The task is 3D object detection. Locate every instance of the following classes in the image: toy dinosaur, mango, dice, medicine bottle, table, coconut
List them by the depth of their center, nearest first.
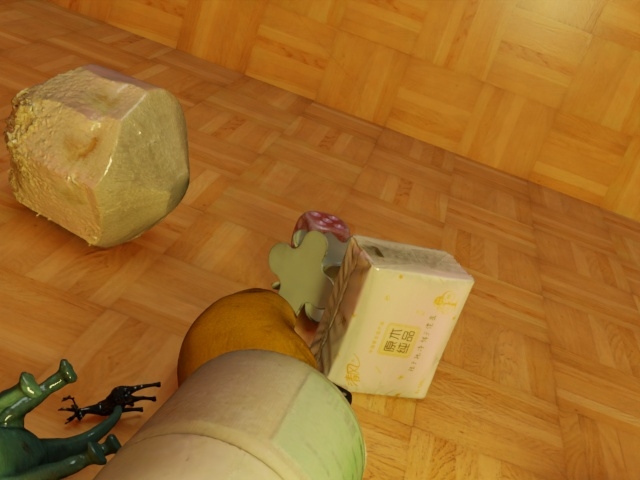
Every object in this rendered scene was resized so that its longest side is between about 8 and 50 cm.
[{"bbox_3d":[-0.110,0.284,0.840,0.236,0.235,0.406,23,22,8],"label":"medicine bottle"},{"bbox_3d":[-0.378,0.258,0.912,0.129,0.331,0.383,56,-7,9],"label":"toy dinosaur"},{"bbox_3d":[-0.100,0.174,1.227,0.187,0.144,0.359,-3,25,-12],"label":"mango"},{"bbox_3d":[-0.368,-0.144,1.575,0.310,0.297,0.297,23,21,22],"label":"coconut"},{"bbox_3d":[0.029,0.065,1.612,0.166,0.166,0.198,36,19,36],"label":"table"},{"bbox_3d":[0.000,0.000,1.806,0.094,0.093,0.091,10,24,-21],"label":"dice"}]

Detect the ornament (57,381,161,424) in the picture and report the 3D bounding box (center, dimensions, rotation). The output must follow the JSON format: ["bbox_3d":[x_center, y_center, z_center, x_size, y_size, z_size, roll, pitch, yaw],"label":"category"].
[{"bbox_3d":[-0.266,0.202,1.134,0.125,0.073,0.028,5,56,-45],"label":"ornament"}]

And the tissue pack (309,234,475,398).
[{"bbox_3d":[0.109,0.124,1.425,0.185,0.225,0.124,11,24,-21],"label":"tissue pack"}]

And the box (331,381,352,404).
[{"bbox_3d":[-0.021,0.231,1.328,0.125,0.027,0.126,24,22,10],"label":"box"}]
